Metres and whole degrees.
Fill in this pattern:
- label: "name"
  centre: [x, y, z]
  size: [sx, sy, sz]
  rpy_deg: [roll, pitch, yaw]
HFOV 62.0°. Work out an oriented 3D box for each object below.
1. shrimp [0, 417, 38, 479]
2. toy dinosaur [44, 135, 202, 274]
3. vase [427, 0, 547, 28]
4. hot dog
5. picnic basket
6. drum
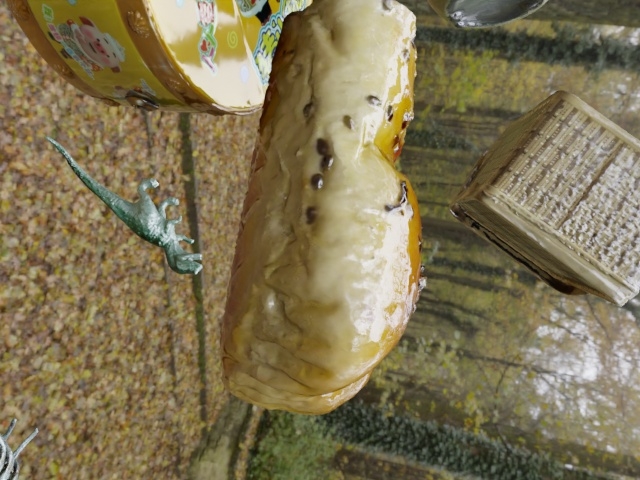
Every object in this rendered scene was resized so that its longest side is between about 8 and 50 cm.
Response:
- label: "shrimp"
  centre: [-0.569, 0.424, 0.895]
  size: [0.221, 0.166, 0.409]
  rpy_deg: [-19, 98, -61]
- label: "toy dinosaur"
  centre: [-0.365, -0.087, 1.079]
  size: [0.129, 0.383, 0.076]
  rpy_deg: [-49, -179, -41]
- label: "vase"
  centre: [0.321, -0.528, 0.875]
  size: [0.241, 0.330, 0.301]
  rpy_deg: [108, -20, -85]
- label: "hot dog"
  centre: [0.000, 0.000, 0.580]
  size: [0.367, 0.196, 0.364]
  rpy_deg: [114, -11, -71]
- label: "picnic basket"
  centre: [0.325, -0.047, 0.750]
  size: [0.175, 0.228, 0.313]
  rpy_deg: [-53, 176, 7]
- label: "drum"
  centre: [-0.188, -0.377, 0.711]
  size: [0.431, 0.214, 0.430]
  rpy_deg: [10, 90, -67]
